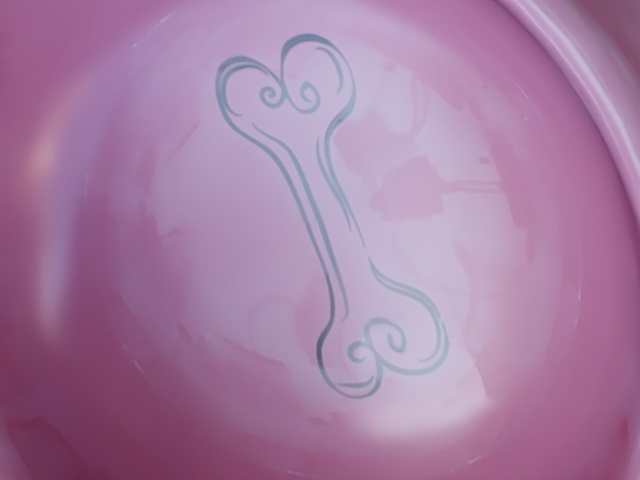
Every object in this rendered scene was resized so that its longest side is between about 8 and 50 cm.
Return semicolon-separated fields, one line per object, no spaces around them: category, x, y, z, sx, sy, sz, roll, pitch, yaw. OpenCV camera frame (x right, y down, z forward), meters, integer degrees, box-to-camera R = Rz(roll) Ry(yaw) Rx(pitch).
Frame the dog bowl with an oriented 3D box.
dog bowl;0.000;0.000;0.599;0.408;0.408;0.150;0;-162;26
